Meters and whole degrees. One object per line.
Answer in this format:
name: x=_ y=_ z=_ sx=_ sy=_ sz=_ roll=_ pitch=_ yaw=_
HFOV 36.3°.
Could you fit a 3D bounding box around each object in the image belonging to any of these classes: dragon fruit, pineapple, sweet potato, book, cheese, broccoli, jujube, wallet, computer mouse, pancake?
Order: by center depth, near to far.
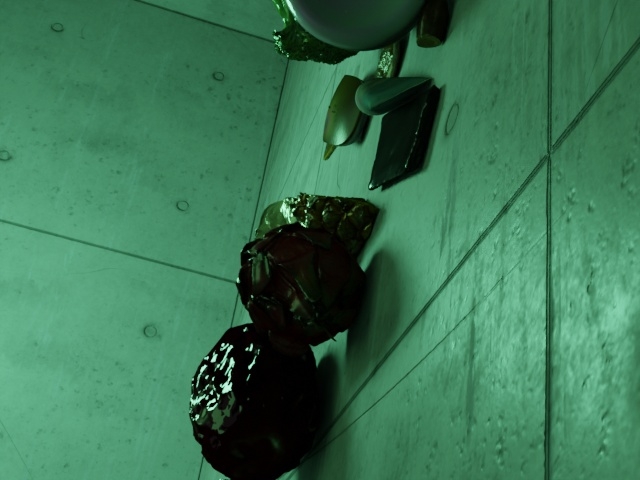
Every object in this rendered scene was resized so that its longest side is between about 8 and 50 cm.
sweet potato: x=0.187 y=-0.370 z=1.584 sx=0.049 sy=0.049 sz=0.117 roll=-177 pitch=102 yaw=-81
wallet: x=0.134 y=-0.166 z=1.628 sx=0.285 sy=0.030 sz=0.146 roll=164 pitch=124 yaw=-78
dragon fruit: x=-0.029 y=0.096 z=1.647 sx=0.293 sy=0.234 sz=0.233 roll=-113 pitch=38 yaw=-57
jujube: x=-0.114 y=0.289 z=1.766 sx=0.376 sy=0.259 sz=0.258 roll=-115 pitch=41 yaw=-67
pineapple: x=0.006 y=-0.012 z=1.824 sx=0.250 sy=0.140 sz=0.164 roll=-136 pitch=60 yaw=-76
pancake: x=0.134 y=-0.347 z=1.943 sx=0.151 sy=0.025 sz=0.151 roll=-165 pitch=90 yaw=-83
broccoli: x=0.020 y=-0.542 z=2.090 sx=0.413 sy=0.310 sz=0.320 roll=-21 pitch=-80 yaw=-73
cheese: x=-0.090 y=0.047 z=2.122 sx=0.233 sy=0.127 sz=0.266 roll=76 pitch=-156 yaw=-56
computer mouse: x=0.055 y=-0.288 z=2.187 sx=0.310 sy=0.072 sz=0.158 roll=-120 pitch=48 yaw=-79
book: x=0.041 y=-0.279 z=2.433 sx=0.172 sy=0.012 sz=0.118 roll=132 pitch=152 yaw=-71

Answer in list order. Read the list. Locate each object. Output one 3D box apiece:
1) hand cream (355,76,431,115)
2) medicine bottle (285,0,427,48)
hand cream: x=0.111 y=-0.259 z=1.734 sx=0.070 sy=0.111 sz=0.312 roll=65 pitch=177 yaw=-7
medicine bottle: x=0.074 y=-0.462 z=1.720 sx=0.325 sy=0.256 sz=0.256 roll=-47 pitch=-25 yaw=-78
